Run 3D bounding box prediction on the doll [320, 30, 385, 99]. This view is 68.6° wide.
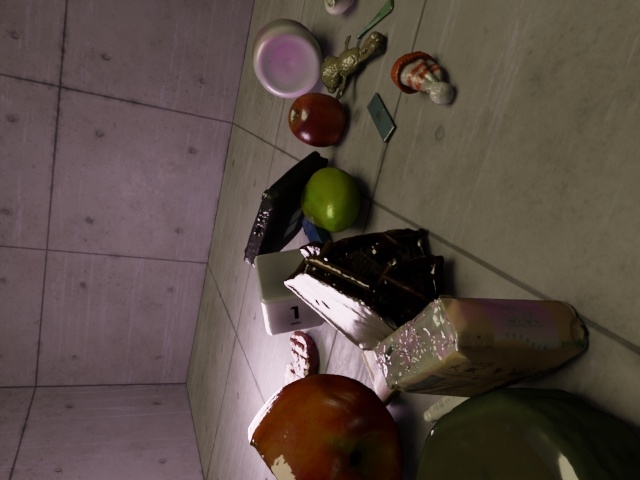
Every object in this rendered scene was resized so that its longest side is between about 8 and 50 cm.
[{"bbox_3d":[0.095,-0.570,1.474,0.286,0.091,0.202,-49,52,49],"label":"doll"}]

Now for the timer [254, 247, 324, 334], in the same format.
[{"bbox_3d":[-0.098,0.162,1.503,0.194,0.195,0.192,88,169,-48],"label":"timer"}]

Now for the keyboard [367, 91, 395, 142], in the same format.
[{"bbox_3d":[0.170,-0.349,1.326,0.055,0.014,0.176,-60,33,39],"label":"keyboard"}]

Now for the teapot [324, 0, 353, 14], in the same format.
[{"bbox_3d":[0.064,-0.849,1.593,0.145,0.093,0.226,-52,37,44],"label":"teapot"}]

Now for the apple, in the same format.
[{"bbox_3d":[-0.008,-0.397,1.548,0.181,0.169,0.180,-18,69,57],"label":"apple"}]

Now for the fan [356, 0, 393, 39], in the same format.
[{"bbox_3d":[0.162,-0.663,1.421,0.193,0.016,0.038,162,110,-63],"label":"fan"}]

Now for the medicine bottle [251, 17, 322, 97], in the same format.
[{"bbox_3d":[-0.136,-0.712,1.800,0.324,0.257,0.255,-106,32,-55],"label":"medicine bottle"}]

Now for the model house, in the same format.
[{"bbox_3d":[0.130,0.060,1.049,0.282,0.297,0.317,-45,4,-25],"label":"model house"}]

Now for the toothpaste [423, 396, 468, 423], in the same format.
[{"bbox_3d":[0.267,0.316,0.931,0.190,0.031,0.048,-55,34,40],"label":"toothpaste"}]

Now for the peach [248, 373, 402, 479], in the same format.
[{"bbox_3d":[0.024,0.477,1.085,0.334,0.310,0.406,56,162,0],"label":"peach"}]

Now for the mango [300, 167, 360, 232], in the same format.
[{"bbox_3d":[0.037,-0.123,1.395,0.185,0.149,0.273,-68,24,2],"label":"mango"}]

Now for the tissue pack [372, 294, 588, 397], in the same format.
[{"bbox_3d":[0.245,0.173,0.740,0.215,0.257,0.122,-54,41,48],"label":"tissue pack"}]

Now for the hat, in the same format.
[{"bbox_3d":[0.248,-0.370,1.087,0.162,0.112,0.093,50,157,45],"label":"hat"}]

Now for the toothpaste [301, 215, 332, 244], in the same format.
[{"bbox_3d":[0.000,0.000,1.568,0.066,0.053,0.272,-63,31,30],"label":"toothpaste"}]

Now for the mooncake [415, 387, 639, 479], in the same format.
[{"bbox_3d":[0.302,0.386,0.643,0.356,0.194,0.355,-36,48,55],"label":"mooncake"}]

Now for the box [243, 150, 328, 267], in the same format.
[{"bbox_3d":[-0.116,-0.105,1.569,0.359,0.091,0.350,-49,-14,-49],"label":"box"}]

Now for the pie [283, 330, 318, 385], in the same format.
[{"bbox_3d":[-0.067,0.424,1.607,0.204,0.054,0.218,39,117,62],"label":"pie"}]

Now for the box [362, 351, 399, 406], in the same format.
[{"bbox_3d":[0.153,0.328,1.184,0.155,0.024,0.086,-110,33,-44],"label":"box"}]
